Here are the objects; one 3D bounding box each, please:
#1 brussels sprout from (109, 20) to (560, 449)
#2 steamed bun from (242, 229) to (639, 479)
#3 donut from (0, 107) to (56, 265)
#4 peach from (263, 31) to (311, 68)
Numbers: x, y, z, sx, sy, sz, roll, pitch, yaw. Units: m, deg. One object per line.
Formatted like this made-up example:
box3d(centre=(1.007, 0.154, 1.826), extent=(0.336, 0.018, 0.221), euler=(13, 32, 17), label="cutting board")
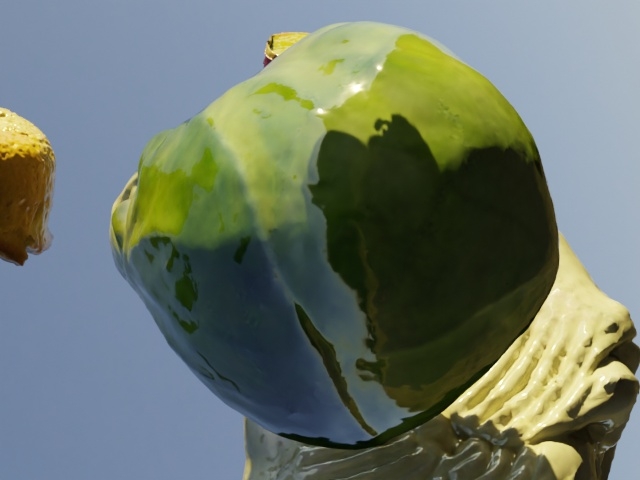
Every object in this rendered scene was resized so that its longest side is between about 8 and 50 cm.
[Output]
box3d(centre=(0.000, 0.000, 0.739), extent=(0.210, 0.271, 0.219), euler=(-50, -52, -28), label="brussels sprout")
box3d(centre=(0.093, 0.138, 0.915), extent=(0.320, 0.275, 0.206), euler=(-41, -37, -17), label="steamed bun")
box3d(centre=(-0.256, -0.054, 0.839), extent=(0.190, 0.174, 0.075), euler=(14, -76, -26), label="donut")
box3d(centre=(-0.001, -0.121, 0.958), extent=(0.077, 0.083, 0.050), euler=(-67, -15, -64), label="peach")
